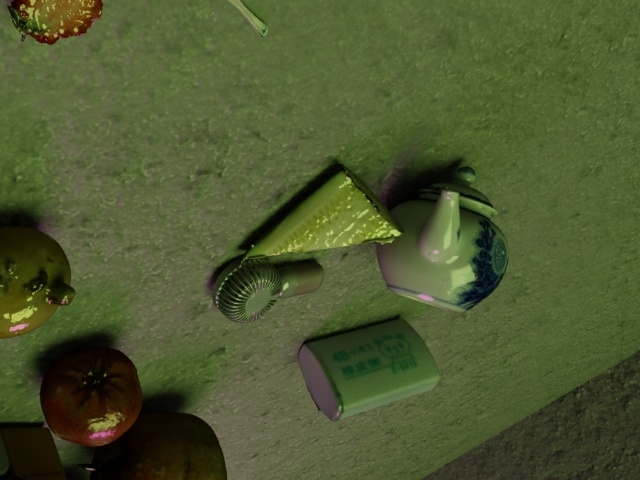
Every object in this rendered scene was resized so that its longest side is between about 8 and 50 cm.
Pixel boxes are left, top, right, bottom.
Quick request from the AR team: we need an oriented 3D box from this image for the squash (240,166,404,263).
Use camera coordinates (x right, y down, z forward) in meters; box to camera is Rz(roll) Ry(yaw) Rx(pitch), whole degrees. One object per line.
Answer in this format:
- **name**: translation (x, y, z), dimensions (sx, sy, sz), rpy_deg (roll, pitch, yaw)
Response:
- **squash**: translation (0.000, 0.000, 1.574), dimensions (0.252, 0.169, 0.093), rpy_deg (-41, -168, 12)

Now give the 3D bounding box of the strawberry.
- **strawberry**: translation (-0.291, -0.285, 0.985), dimensions (0.152, 0.048, 0.104), rpy_deg (-46, 142, -5)

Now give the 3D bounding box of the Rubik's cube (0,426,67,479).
- **Rubik's cube**: translation (-0.658, 0.562, 1.541), dimensions (0.347, 0.346, 0.344), rpy_deg (-47, 145, 21)

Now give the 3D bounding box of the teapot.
- **teapot**: translation (0.244, -0.011, 1.682), dimensions (0.424, 0.252, 0.279), rpy_deg (38, 69, -77)

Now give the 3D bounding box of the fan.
- **fan**: translation (-0.093, 0.084, 1.651), dimensions (0.244, 0.074, 0.130), rpy_deg (-9, 130, -42)

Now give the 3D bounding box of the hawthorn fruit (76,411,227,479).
- **hawthorn fruit**: translation (-0.356, 0.485, 1.783), dimensions (0.301, 0.267, 0.267), rpy_deg (10, 130, -34)

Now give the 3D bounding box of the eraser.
- **eraser**: translation (0.110, 0.292, 2.000), dimensions (0.290, 0.189, 0.104), rpy_deg (-12, 139, -32)

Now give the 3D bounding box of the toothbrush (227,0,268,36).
- **toothbrush**: translation (-0.117, -0.317, 1.117), dimensions (0.017, 0.022, 0.204), rpy_deg (-52, 148, 0)

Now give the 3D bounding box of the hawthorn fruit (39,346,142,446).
- **hawthorn fruit**: translation (-0.411, 0.286, 1.548), dimensions (0.179, 0.179, 0.200), rpy_deg (-9, 150, -34)

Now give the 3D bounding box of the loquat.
- **loquat**: translation (-0.428, 0.058, 1.214), dimensions (0.172, 0.205, 0.149), rpy_deg (-39, 131, -54)
